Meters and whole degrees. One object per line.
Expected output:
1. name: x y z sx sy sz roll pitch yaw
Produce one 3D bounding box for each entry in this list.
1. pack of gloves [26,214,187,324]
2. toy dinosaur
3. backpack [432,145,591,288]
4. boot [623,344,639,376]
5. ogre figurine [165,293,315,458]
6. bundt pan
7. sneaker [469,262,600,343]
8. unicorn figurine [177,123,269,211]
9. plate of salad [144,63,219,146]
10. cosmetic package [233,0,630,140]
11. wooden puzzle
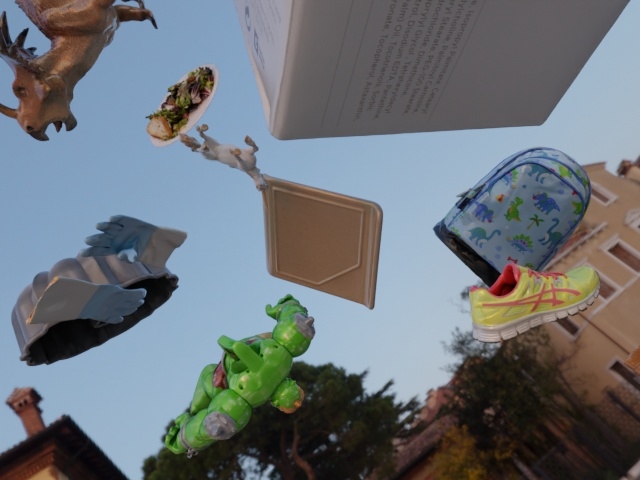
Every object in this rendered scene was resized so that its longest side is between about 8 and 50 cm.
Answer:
1. pack of gloves: -0.311 0.060 0.844 0.195 0.046 0.232 -57 -18 3
2. toy dinosaur: -0.307 -0.285 0.612 0.201 0.295 0.127 -17 -16 -7
3. backpack: 0.483 -0.060 1.293 0.355 0.290 0.273 -46 -14 12
4. boot: 0.617 0.261 0.955 0.197 0.152 0.072 -34 -44 -23
5. ogre figurine: -0.072 0.133 0.536 0.197 0.096 0.118 -28 2 -24
6. bundt pan: -0.465 0.114 1.088 0.331 0.124 0.331 -33 -10 -7
7. sneaker: 0.307 0.070 0.768 0.209 0.094 0.081 -20 3 -12
8. unicorn figurine: -0.135 -0.127 0.832 0.060 0.162 0.111 -56 -6 -13
9. plate of salad: -0.278 -0.274 1.054 0.200 0.200 0.048 -48 -48 6
10. cosmetic package: 0.116 -0.353 0.638 0.394 0.329 0.327 -6 -33 -16
11. wooden puzzle: 0.000 0.000 0.950 0.044 0.239 0.220 -45 -34 -45
